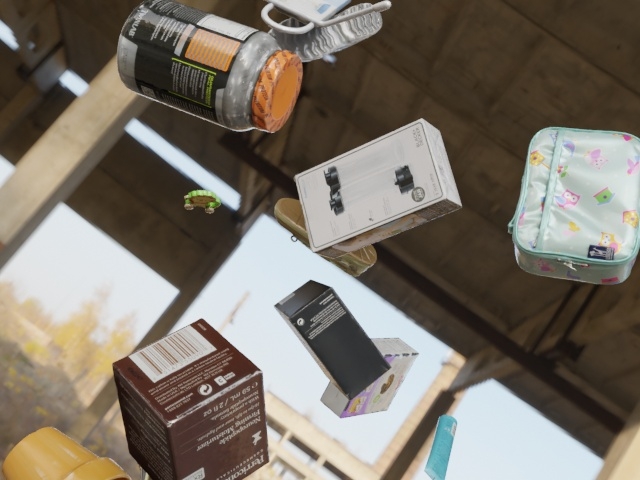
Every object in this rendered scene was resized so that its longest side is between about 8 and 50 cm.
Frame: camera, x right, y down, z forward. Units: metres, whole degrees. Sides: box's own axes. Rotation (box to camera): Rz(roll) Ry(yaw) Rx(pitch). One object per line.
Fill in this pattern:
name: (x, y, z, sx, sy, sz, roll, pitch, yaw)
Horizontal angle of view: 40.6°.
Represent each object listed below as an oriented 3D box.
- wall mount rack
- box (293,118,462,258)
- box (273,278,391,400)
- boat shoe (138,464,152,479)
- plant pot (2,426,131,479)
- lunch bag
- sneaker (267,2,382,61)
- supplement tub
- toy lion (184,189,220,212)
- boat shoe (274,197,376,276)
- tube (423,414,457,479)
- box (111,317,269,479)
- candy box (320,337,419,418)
wall mount rack: (0.038, -0.540, 1.849, 0.304, 0.350, 0.131, 27, -48, 12)
box: (0.105, -0.094, 1.652, 0.289, 0.169, 0.087, -23, -20, 24)
box: (0.016, 0.177, 1.619, 0.184, 0.103, 0.261, 56, -7, -6)
boat shoe: (-0.395, 0.503, 1.984, 0.049, 0.152, 0.056, 2, -22, 16)
plant pot: (-0.502, 0.468, 1.665, 0.188, 0.205, 0.205, 39, -15, 21)
lunch bag: (0.455, -0.063, 1.534, 0.223, 0.279, 0.108, 10, -24, 14)
sneaker: (0.003, -0.458, 1.985, 0.115, 0.281, 0.105, 152, -78, -72)
supplement tub: (-0.206, -0.326, 1.636, 0.315, 0.194, 0.194, 23, -20, 15)
toy lion: (-0.297, -0.104, 2.215, 0.100, 0.034, 0.096, 11, -22, -38)
boat shoe: (0.000, 0.000, 2.119, 0.285, 0.105, 0.089, 33, -49, -12)
tube: (0.319, 0.552, 2.282, 0.080, 0.207, 0.052, 45, -52, -14)
box: (-0.194, 0.265, 1.321, 0.167, 0.168, 0.203, 33, -42, 39)
candy box: (0.112, 0.303, 1.931, 0.070, 0.165, 0.196, 36, 17, 33)
